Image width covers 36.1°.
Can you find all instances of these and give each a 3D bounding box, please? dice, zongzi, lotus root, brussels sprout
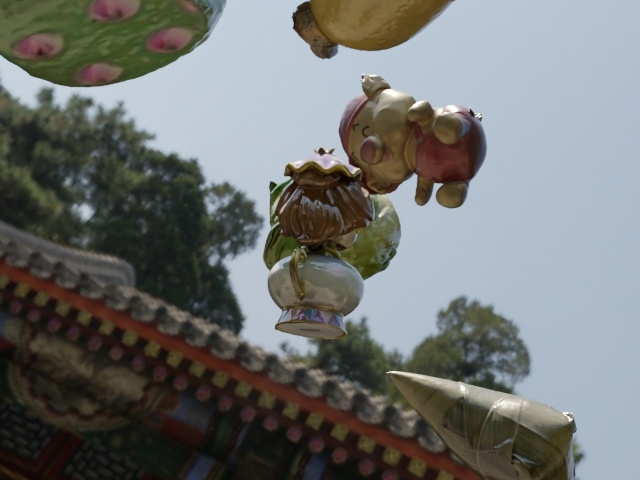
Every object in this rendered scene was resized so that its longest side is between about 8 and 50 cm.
[{"bbox_3d":[-0.348,-0.442,1.489,0.330,0.318,0.322,-20,-16,22],"label":"dice"},{"bbox_3d":[0.262,0.317,1.592,0.300,0.145,0.274,21,-22,26],"label":"zongzi"},{"bbox_3d":[0.084,-0.278,0.967,0.303,0.146,0.131,-40,-105,41],"label":"lotus root"},{"bbox_3d":[0.015,-0.026,1.951,0.259,0.294,0.227,-120,-156,-49],"label":"brussels sprout"}]

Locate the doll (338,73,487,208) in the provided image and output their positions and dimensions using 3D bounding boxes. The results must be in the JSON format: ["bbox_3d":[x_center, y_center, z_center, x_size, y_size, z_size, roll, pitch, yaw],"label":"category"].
[{"bbox_3d":[0.140,-0.158,1.612,0.256,0.196,0.152,19,6,34],"label":"doll"}]

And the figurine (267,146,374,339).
[{"bbox_3d":[0.000,0.000,1.381,0.142,0.263,0.189,3,-15,13],"label":"figurine"}]
